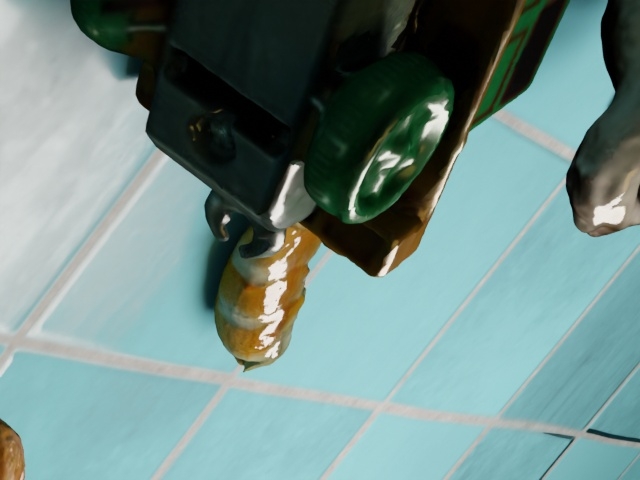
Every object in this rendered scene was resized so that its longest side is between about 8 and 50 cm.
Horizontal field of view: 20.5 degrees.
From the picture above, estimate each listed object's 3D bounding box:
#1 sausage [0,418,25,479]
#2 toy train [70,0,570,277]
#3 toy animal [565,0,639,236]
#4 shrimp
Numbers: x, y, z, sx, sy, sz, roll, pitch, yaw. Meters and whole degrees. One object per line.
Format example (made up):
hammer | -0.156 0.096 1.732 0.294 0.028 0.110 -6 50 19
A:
sausage | -0.269 0.171 0.888 0.274 0.105 0.105 -34 151 -25
toy train | 0.044 -0.167 0.809 0.249 0.178 0.429 -33 153 -46
toy animal | 0.306 -0.119 1.253 0.303 0.194 0.344 -58 150 10
shrimp | 0.000 0.000 1.124 0.166 0.049 0.161 -34 151 -41
